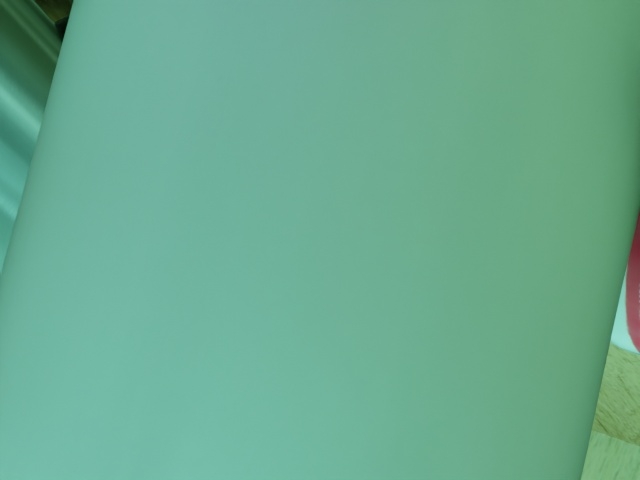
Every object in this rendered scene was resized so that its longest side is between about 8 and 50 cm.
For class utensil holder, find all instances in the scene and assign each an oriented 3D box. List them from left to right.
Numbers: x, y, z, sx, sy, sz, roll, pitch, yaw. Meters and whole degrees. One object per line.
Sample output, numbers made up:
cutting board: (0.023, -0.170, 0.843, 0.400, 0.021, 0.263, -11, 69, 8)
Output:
utensil holder: (0.000, 0.000, 0.946, 0.327, 0.385, 0.327, 13, 166, 4)

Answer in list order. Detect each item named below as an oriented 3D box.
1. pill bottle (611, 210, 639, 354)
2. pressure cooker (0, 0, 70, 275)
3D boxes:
pill bottle: (0.329, 0.020, 1.028, 0.318, 0.176, 0.176, 17, 167, 30)
pressure cooker: (-0.379, -0.083, 1.460, 0.370, 0.375, 0.420, 15, 166, 22)
